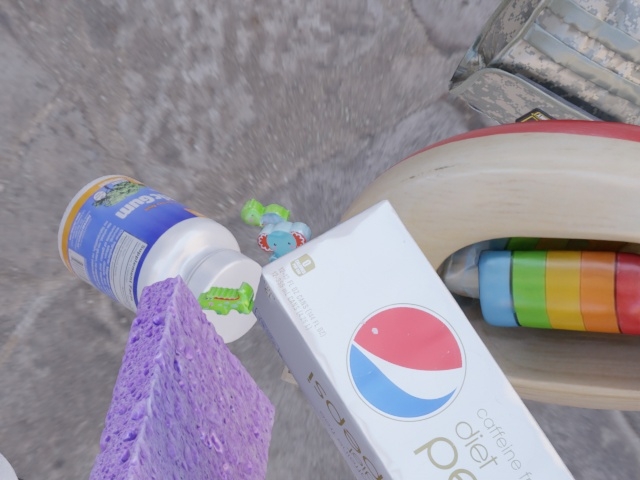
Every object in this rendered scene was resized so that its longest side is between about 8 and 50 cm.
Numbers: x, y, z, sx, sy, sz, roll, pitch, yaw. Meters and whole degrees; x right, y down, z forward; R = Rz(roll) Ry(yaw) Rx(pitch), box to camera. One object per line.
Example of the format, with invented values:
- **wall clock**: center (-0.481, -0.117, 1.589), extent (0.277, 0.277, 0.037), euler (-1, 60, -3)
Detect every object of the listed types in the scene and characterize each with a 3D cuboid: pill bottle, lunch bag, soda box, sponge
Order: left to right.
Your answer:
- **pill bottle**: center (-0.197, 0.027, 1.734), extent (0.272, 0.152, 0.152), euler (26, 89, 39)
- **sponge**: center (-0.072, 0.122, 0.739), extent (0.031, 0.210, 0.117), euler (-22, 119, 17)
- **soda box**: center (0.054, 0.093, 0.635), extent (0.074, 0.069, 0.216), euler (-30, 78, -15)
- **lunch bag**: center (0.339, -0.240, 1.837), extent (0.235, 0.169, 0.287), euler (28, 124, -13)

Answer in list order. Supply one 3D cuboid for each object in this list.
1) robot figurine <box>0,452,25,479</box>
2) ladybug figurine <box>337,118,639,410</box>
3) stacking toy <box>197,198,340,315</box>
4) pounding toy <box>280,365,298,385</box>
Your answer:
- **robot figurine**: center (-0.437, 0.306, 1.487), extent (0.209, 0.278, 0.174), euler (-7, 88, 21)
- **ladybug figurine**: center (0.224, 0.010, 1.197), extent (0.449, 0.305, 0.162), euler (6, 47, 17)
- **stacking toy**: center (0.000, 0.000, 1.338), extent (0.221, 0.167, 0.052), euler (-5, 122, 20)
- **pounding toy**: center (0.027, 0.128, 1.680), extent (0.100, 0.141, 0.130), euler (26, 80, -35)
